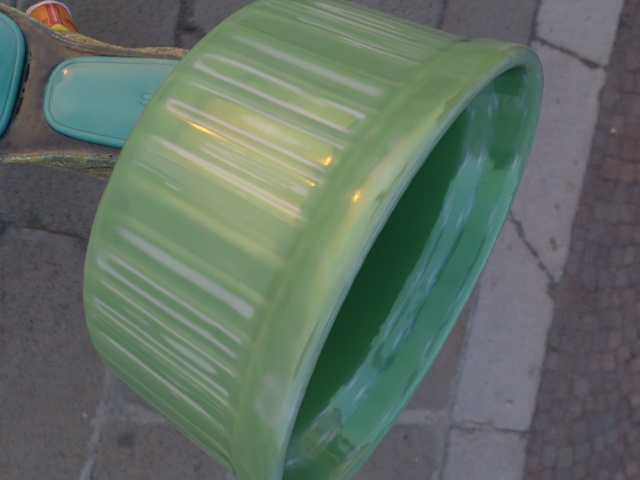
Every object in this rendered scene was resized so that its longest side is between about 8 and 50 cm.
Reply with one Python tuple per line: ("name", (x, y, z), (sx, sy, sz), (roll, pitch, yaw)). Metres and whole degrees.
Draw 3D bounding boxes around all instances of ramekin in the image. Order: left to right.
("ramekin", (0.000, 0.000, 0.512), (0.303, 0.148, 0.303), (-50, 157, -30))

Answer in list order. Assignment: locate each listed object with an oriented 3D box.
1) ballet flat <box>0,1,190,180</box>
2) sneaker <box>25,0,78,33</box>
("ballet flat", (-0.198, -0.100, 0.612), (0.349, 0.123, 0.123), (12, 88, 4))
("sneaker", (-0.270, -0.155, 0.839), (0.064, 0.175, 0.067), (-12, 56, -18))
